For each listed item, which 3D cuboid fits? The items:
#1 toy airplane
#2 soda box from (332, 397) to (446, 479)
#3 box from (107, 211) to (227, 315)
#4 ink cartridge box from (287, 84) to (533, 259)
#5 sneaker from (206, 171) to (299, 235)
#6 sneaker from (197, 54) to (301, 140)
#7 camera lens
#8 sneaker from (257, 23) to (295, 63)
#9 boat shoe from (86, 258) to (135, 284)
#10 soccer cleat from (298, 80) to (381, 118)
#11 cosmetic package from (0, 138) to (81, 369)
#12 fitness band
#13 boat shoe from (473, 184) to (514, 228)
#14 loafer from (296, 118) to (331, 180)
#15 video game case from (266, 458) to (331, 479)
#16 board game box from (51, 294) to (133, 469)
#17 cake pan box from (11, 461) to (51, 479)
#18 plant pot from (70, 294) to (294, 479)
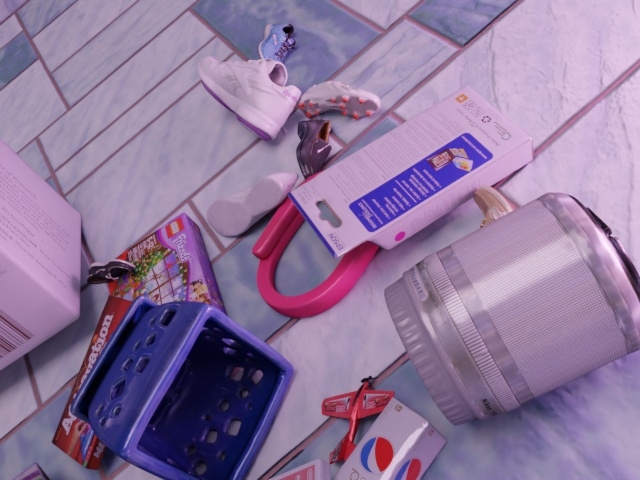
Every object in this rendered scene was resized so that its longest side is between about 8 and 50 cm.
[{"bbox_3d":[0.049,0.257,0.987,0.151,0.028,0.151,-37,24,20],"label":"toy airplane"},{"bbox_3d":[0.069,0.320,0.911,0.069,0.074,0.216,27,74,43],"label":"soda box"},{"bbox_3d":[-0.294,0.104,1.304,0.201,0.057,0.293,-33,46,6],"label":"box"},{"bbox_3d":[0.145,-0.106,1.141,0.371,0.069,0.176,-30,51,-8],"label":"ink cartridge box"},{"bbox_3d":[-0.125,-0.074,1.333,0.212,0.080,0.094,-23,10,36],"label":"sneaker"},{"bbox_3d":[-0.151,-0.336,1.501,0.152,0.114,0.305,-51,55,6],"label":"sneaker"},{"bbox_3d":[0.246,0.084,0.877,0.274,0.219,0.219,-29,47,10],"label":"camera lens"},{"bbox_3d":[-0.096,-0.447,1.591,0.073,0.063,0.162,-9,53,22],"label":"sneaker"},{"bbox_3d":[-0.405,0.062,1.333,0.125,0.046,0.038,-6,56,35],"label":"boat shoe"},{"bbox_3d":[0.041,-0.290,1.390,0.196,0.068,0.076,8,59,39],"label":"soccer cleat"},{"bbox_3d":[-0.717,0.030,1.396,0.329,0.327,0.393,-34,37,5],"label":"cosmetic package"},{"bbox_3d":[0.000,0.000,1.211,0.209,0.054,0.291,21,71,37],"label":"fitness band"},{"bbox_3d":[0.271,-0.018,1.047,0.059,0.063,0.170,-30,47,1],"label":"boat shoe"},{"bbox_3d":[-0.009,-0.175,1.339,0.061,0.062,0.170,-15,52,16],"label":"loafer"},{"bbox_3d":[-0.100,0.422,0.899,0.285,0.025,0.204,-33,35,30],"label":"video game case"},{"bbox_3d":[-0.381,0.240,1.218,0.145,0.027,0.281,6,74,48],"label":"board game box"},{"bbox_3d":[-0.508,0.481,1.046,0.267,0.070,0.246,-38,18,-22],"label":"cake pan box"},{"bbox_3d":[-0.219,0.227,1.054,0.212,0.236,0.236,9,63,42],"label":"plant pot"}]
